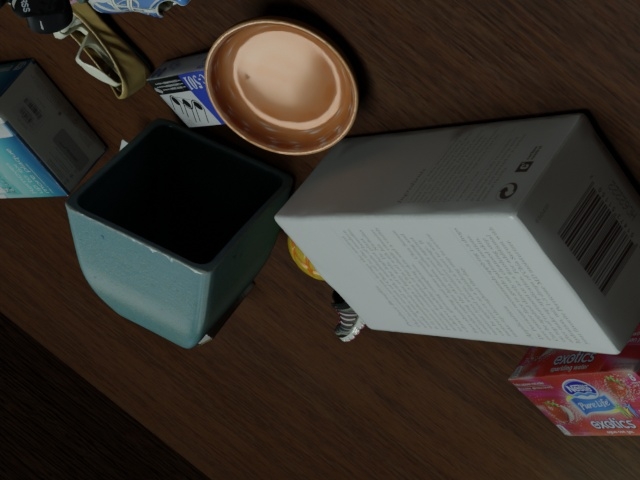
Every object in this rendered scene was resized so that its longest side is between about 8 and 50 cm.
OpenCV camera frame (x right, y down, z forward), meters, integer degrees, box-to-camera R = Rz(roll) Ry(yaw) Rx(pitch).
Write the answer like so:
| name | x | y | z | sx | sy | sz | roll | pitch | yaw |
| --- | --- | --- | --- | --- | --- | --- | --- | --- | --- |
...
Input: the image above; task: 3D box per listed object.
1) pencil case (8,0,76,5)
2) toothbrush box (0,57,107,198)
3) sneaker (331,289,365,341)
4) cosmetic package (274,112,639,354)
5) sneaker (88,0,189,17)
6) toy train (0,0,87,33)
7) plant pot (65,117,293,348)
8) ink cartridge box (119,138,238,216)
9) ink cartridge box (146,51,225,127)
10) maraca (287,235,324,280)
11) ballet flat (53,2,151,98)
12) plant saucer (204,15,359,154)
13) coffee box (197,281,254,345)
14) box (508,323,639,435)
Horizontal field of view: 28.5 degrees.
| name | x | y | z | sx | sy | sz | roll | pitch | yaw |
| --- | --- | --- | --- | --- | --- | --- | --- | --- | --- |
| pencil case | -0.374 | -0.448 | 1.500 | 0.160 | 0.167 | 0.386 | 41 | 163 | 33 |
| toothbrush box | -0.558 | -0.193 | 2.253 | 0.295 | 0.126 | 0.216 | 3 | 138 | 47 |
| sneaker | 0.049 | 0.106 | 2.042 | 0.075 | 0.063 | 0.170 | 37 | 152 | 2 |
| cosmetic package | 0.174 | -0.006 | 1.533 | 0.230 | 0.161 | 0.453 | 50 | 154 | -25 |
| sneaker | -0.237 | -0.322 | 1.647 | 0.081 | 0.080 | 0.211 | 51 | 155 | -20 |
| toy train | -0.316 | -0.387 | 1.326 | 0.142 | 0.190 | 0.334 | -5 | 134 | 3 |
| plant pot | -0.214 | 0.013 | 1.917 | 0.248 | 0.247 | 0.252 | 25 | 137 | 16 |
| ink cartridge box | -0.241 | -0.030 | 2.115 | 0.239 | 0.060 | 0.275 | 34 | 139 | 10 |
| ink cartridge box | -0.160 | -0.210 | 1.763 | 0.097 | 0.046 | 0.207 | 48 | 159 | -22 |
| maraca | 0.000 | 0.000 | 1.883 | 0.127 | 0.099 | 0.186 | 53 | 179 | -19 |
| ballet flat | -0.345 | -0.303 | 1.845 | 0.232 | 0.073 | 0.080 | 45 | 155 | -15 |
| plant saucer | -0.045 | -0.197 | 1.576 | 0.200 | 0.037 | 0.200 | 11 | 132 | 12 |
| coffee box | -0.263 | 0.060 | 2.301 | 0.246 | 0.141 | 0.098 | 42 | 156 | -7 |
| box | 0.376 | 0.161 | 1.591 | 0.122 | 0.128 | 0.257 | 44 | 156 | -14 |
